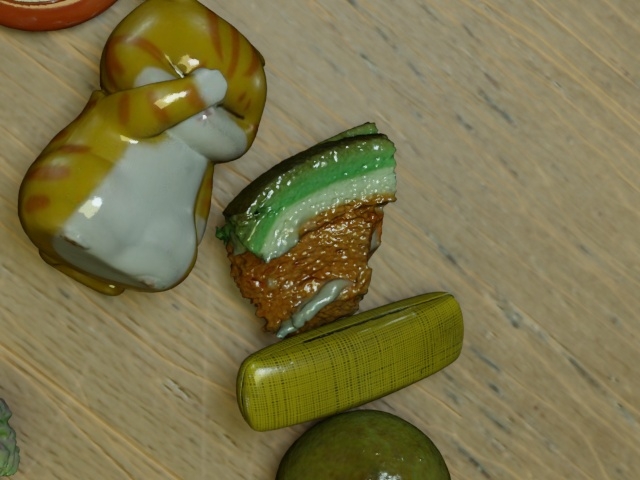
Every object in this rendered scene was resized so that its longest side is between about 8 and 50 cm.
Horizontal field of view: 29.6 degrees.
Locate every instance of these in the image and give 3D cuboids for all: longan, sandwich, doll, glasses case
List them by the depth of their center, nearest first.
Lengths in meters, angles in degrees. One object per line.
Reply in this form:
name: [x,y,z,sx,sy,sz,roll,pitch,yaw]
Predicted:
doll: [-0.146,-0.081,1.036,0.167,0.162,0.269,39,83,-41]
longan: [0.035,0.226,1.074,0.155,0.176,0.145,-37,90,21]
sandwich: [0.007,-0.006,1.087,0.185,0.109,0.160,-31,103,-13]
glasses case: [0.030,0.108,1.088,0.234,0.064,0.079,-16,120,-28]

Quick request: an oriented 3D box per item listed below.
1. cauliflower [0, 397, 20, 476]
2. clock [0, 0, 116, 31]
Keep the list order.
cauliflower: [-0.390,0.194,0.974,0.239,0.315,0.256,23,70,3]
clock: [-0.251,-0.288,1.072,0.205,0.051,0.205,0,94,-5]
